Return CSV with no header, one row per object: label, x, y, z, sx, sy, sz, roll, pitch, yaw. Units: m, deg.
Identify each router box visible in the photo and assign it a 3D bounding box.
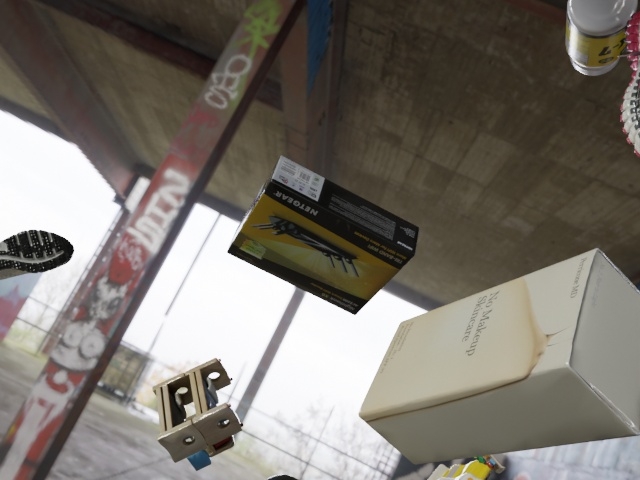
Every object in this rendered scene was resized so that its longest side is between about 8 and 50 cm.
router box,0.000,0.000,1.358,0.308,0.081,0.243,26,-43,-10

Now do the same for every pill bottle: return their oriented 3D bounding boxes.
pill bottle,0.531,-0.404,1.311,0.119,0.119,0.208,21,-3,21

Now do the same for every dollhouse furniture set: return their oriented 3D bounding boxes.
dollhouse furniture set,-0.188,0.328,1.196,0.129,0.128,0.184,-118,-176,-56

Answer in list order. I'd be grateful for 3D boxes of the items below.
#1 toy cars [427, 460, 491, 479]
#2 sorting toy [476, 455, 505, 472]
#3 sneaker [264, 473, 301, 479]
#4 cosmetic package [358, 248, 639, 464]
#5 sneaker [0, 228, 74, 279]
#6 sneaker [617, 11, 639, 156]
toy cars,0.218,0.456,1.212,0.087,0.177,0.393,36,0,20
sorting toy,0.284,0.375,1.176,0.062,0.012,0.083,44,-16,22
sneaker,0.052,0.307,0.572,0.329,0.129,0.147,19,-49,35
cosmetic package,0.198,0.143,0.769,0.113,0.160,0.309,42,-40,-13
sneaker,-0.279,0.014,0.626,0.109,0.040,0.044,-8,-4,-5
sneaker,0.553,-0.250,1.086,0.120,0.300,0.112,8,-12,-26
